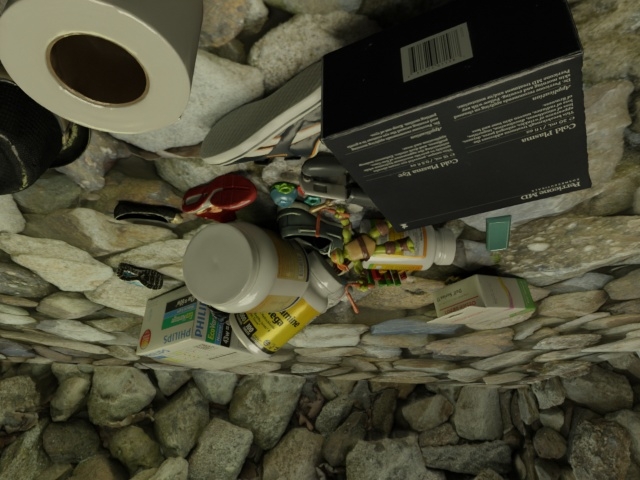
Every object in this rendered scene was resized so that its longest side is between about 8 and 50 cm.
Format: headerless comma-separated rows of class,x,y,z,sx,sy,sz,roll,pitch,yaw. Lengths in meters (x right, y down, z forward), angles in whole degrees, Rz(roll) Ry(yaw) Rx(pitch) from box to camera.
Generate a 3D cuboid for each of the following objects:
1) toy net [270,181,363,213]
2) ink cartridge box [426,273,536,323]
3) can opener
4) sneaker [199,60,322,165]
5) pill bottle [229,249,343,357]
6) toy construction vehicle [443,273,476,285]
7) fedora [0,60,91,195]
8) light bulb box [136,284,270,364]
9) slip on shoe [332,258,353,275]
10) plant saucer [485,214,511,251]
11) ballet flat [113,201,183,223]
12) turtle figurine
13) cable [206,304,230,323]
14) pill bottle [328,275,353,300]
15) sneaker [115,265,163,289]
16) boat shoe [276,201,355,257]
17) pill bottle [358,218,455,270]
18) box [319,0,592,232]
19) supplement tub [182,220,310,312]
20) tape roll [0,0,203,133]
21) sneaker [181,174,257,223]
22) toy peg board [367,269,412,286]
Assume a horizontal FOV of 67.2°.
toy net,-0.004,-0.111,1.178,0.232,0.045,0.122,5,153,-14
ink cartridge box,0.533,0.205,1.644,0.353,0.119,0.207,7,153,-36
can opener,0.090,-0.130,1.107,0.283,0.076,0.095,7,152,-16
sneaker,-0.081,-0.202,0.914,0.321,0.126,0.127,-19,141,29
pill bottle,-0.101,0.189,1.482,0.334,0.188,0.188,-41,142,6
toy construction vehicle,0.488,0.138,1.671,0.086,0.035,0.098,4,155,-29
fedora,-0.610,-0.188,0.910,0.334,0.152,0.334,0,152,0
light bulb box,-0.430,0.337,1.833,0.358,0.225,0.361,-21,145,36
slip on shoe,0.086,0.073,1.527,0.041,0.051,0.135,3,149,-32
plant saucer,0.512,-0.016,1.389,0.067,0.018,0.192,-8,152,15
ballet flat,-0.448,-0.061,1.262,0.173,0.049,0.057,8,152,-15
turtle figurine,0.117,0.026,1.194,0.217,0.269,0.087,-19,176,3
cable,-0.307,0.188,1.661,0.047,0.184,0.150,17,137,57
pill bottle,0.037,0.153,1.633,0.087,0.087,0.160,-21,147,34
sneaker,-0.609,0.123,1.623,0.162,0.063,0.073,24,161,-31
boat shoe,0.000,0.000,1.327,0.116,0.099,0.319,-21,146,34
pill bottle,0.232,0.013,1.312,0.245,0.136,0.136,2,152,-4
box,0.219,-0.188,0.768,0.343,0.179,0.312,-13,149,24
supplement tub,-0.182,0.074,1.254,0.228,0.228,0.316,-11,168,20
tape roll,-0.299,-0.296,0.688,0.246,0.169,0.246,-1,153,0
sneaker,-0.221,-0.095,1.188,0.221,0.087,0.128,-3,163,31
toy peg board,0.219,0.083,1.469,0.161,0.079,0.160,1,154,-32
